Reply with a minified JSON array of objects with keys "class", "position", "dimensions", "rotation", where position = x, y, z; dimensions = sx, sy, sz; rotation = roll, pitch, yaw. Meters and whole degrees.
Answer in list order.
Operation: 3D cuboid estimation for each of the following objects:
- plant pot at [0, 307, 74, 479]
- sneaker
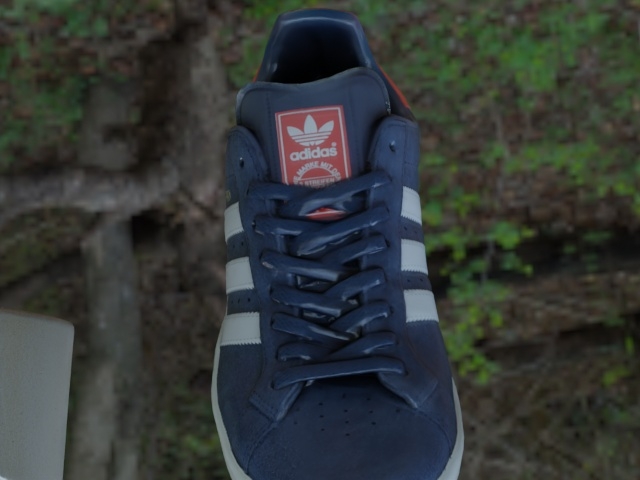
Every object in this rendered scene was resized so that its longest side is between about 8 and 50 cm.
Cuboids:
[{"class":"plant pot","position":[-0.206,0.086,0.876],"dimensions":[0.109,0.109,0.096],"rotation":[-10,155,26]},{"class":"sneaker","position":[0.000,0.000,0.876],"dimensions":[0.131,0.350,0.148],"rotation":[-6,129,-3]}]
